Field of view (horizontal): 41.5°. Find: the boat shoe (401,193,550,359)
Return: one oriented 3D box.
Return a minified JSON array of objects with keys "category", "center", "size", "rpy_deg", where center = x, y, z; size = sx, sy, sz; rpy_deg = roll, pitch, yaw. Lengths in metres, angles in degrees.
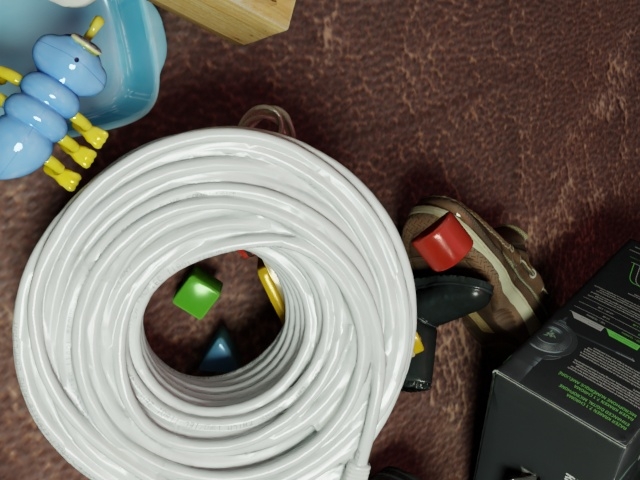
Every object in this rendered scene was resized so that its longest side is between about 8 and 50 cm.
[{"category":"boat shoe","center":[0.158,0.022,0.817],"size":[0.257,0.095,0.095],"rpy_deg":[50,57,-46]}]

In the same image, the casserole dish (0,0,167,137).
[{"category":"casserole dish","center":[-0.185,-0.118,0.528],"size":[0.188,0.037,0.114],"rpy_deg":[-20,105,-41]}]

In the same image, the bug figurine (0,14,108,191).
[{"category":"bug figurine","center":[-0.245,-0.075,0.413],"size":[0.279,0.072,0.216],"rpy_deg":[30,80,-26]}]

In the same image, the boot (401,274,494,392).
[{"category":"boot","center":[0.094,0.083,0.741],"size":[0.045,0.121,0.099],"rpy_deg":[26,69,-38]}]

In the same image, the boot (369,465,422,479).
[{"category":"boot","center":[0.021,0.379,0.700],"size":[0.222,0.118,0.339],"rpy_deg":[-8,94,-36]}]

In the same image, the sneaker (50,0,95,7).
[{"category":"sneaker","center":[-0.137,-0.226,0.414],"size":[0.094,0.080,0.212],"rpy_deg":[-35,109,-42]}]

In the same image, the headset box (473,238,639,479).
[{"category":"headset box","center":[0.277,0.181,0.847],"size":[0.283,0.131,0.247],"rpy_deg":[-35,140,-35]}]

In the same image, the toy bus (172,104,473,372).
[{"category":"toy bus","center":[0.000,0.013,0.656],"size":[0.190,0.104,0.202],"rpy_deg":[20,103,-8]}]

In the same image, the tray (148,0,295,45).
[{"category":"tray","center":[-0.176,-0.290,0.470],"size":[0.410,0.076,0.203],"rpy_deg":[20,79,-33]}]

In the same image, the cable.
[{"category":"cable","center":[-0.062,0.054,0.551],"size":[0.257,0.089,0.257],"rpy_deg":[22,97,-17]}]
